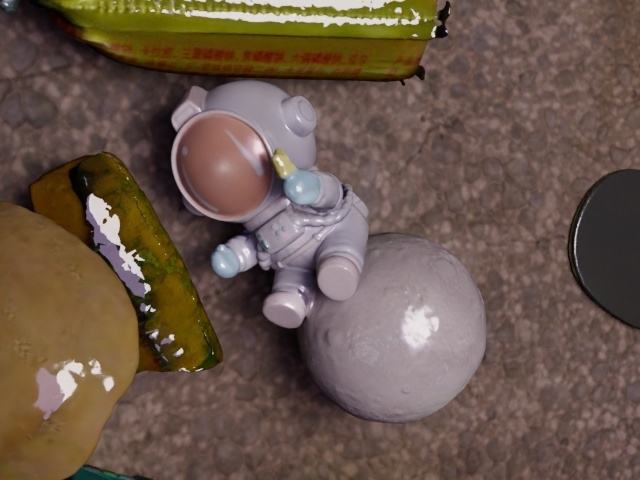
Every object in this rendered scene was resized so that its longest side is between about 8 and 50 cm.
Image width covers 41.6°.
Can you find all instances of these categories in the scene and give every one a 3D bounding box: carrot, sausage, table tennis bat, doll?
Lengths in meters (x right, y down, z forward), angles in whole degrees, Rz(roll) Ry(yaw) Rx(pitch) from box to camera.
[{"bbox_3d":[-0.137,0.023,0.592,0.082,0.082,0.173,-28,102,-16],"label":"carrot"},{"bbox_3d":[-0.072,-0.167,0.585,0.318,0.117,0.125,-4,52,-18],"label":"sausage"},{"bbox_3d":[0.337,0.029,0.796,0.247,0.022,0.138,30,82,-18],"label":"table tennis bat"},{"bbox_3d":[0.000,0.000,0.617,0.151,0.151,0.287,-42,99,-13],"label":"doll"}]

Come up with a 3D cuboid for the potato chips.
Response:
[{"bbox_3d":[-0.217,0.059,0.516,0.195,0.062,0.208,-24,69,6],"label":"potato chips"}]

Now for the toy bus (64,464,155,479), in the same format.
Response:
[{"bbox_3d":[-0.200,0.281,0.559,0.147,0.128,0.255,23,83,-17],"label":"toy bus"}]
